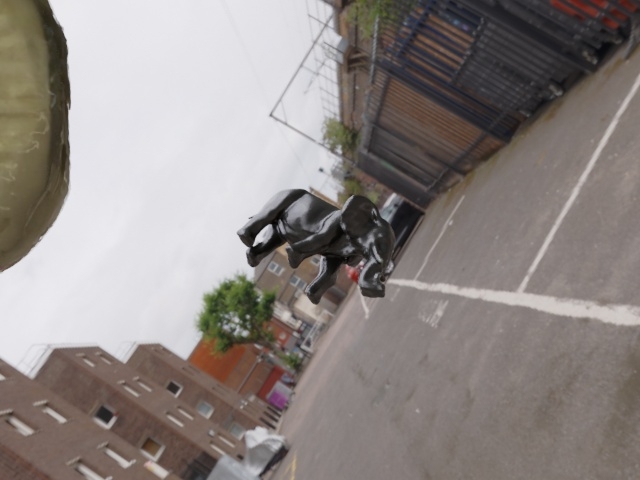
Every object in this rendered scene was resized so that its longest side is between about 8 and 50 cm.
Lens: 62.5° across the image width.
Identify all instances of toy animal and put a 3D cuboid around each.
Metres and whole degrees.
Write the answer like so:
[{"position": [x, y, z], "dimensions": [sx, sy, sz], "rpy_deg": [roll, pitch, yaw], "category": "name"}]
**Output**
[{"position": [0.001, -0.003, 0.725], "dimensions": [0.146, 0.245, 0.114], "rpy_deg": [-42, -25, -33], "category": "toy animal"}]

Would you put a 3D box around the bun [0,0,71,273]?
[{"position": [-0.403, -0.121, 0.472], "dimensions": [0.364, 0.364, 0.202], "rpy_deg": [-57, 22, -15], "category": "bun"}]
